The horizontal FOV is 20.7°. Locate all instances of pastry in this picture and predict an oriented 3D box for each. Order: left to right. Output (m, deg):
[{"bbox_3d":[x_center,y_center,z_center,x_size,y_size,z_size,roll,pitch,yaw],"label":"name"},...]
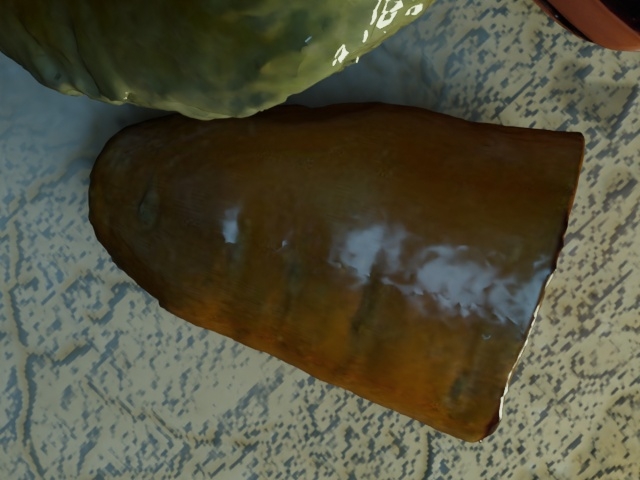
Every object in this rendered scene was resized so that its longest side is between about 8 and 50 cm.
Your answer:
[{"bbox_3d":[-0.066,-0.199,0.704,0.136,0.330,0.329,-27,111,-44],"label":"pastry"}]

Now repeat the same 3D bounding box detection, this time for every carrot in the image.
[{"bbox_3d":[0.000,0.000,0.838,0.225,0.159,0.159,13,101,0],"label":"carrot"}]

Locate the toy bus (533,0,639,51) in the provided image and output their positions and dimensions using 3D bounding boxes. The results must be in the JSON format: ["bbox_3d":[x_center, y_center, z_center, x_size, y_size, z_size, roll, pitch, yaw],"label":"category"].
[{"bbox_3d":[0.234,-0.278,0.754,0.427,0.233,0.203,-45,107,2],"label":"toy bus"}]
